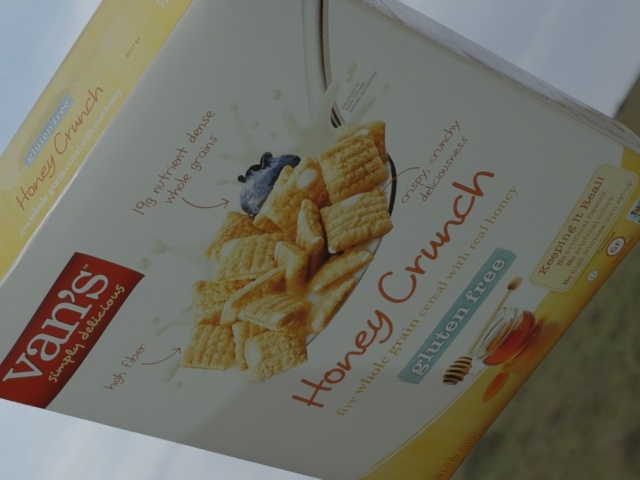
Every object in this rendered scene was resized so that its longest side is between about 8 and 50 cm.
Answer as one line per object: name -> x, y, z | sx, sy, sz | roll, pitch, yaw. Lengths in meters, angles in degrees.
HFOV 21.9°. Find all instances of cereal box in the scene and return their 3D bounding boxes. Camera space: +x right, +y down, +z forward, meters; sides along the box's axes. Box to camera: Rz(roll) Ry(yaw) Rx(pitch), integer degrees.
cereal box -> 0.000, 0.000, 0.583 | 0.240, 0.047, 0.173 | 20, -67, -42
